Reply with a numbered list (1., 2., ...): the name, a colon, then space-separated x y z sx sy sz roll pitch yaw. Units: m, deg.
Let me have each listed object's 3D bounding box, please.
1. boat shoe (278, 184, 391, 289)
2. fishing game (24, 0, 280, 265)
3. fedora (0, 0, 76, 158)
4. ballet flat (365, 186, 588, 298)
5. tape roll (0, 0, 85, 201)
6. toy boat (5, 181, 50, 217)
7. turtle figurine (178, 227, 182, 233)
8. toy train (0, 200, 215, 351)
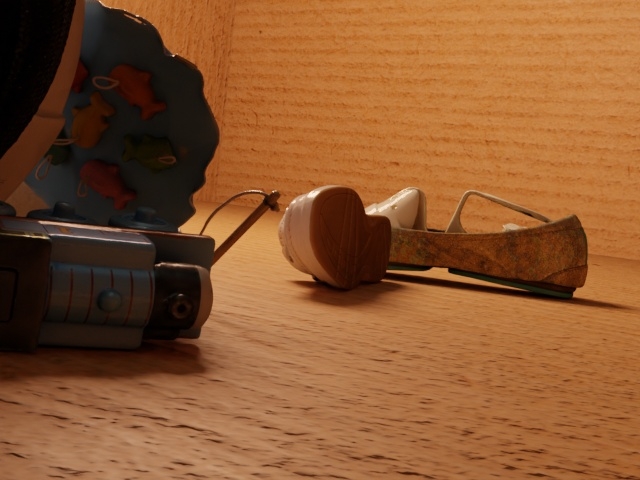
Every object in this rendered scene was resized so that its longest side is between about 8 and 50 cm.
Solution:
1. boat shoe: 0.000 0.000 1.101 0.096 0.098 0.277 7 -6 16
2. fishing game: -0.160 -0.079 0.775 0.264 0.189 0.041 45 31 -4
3. fedora: -0.294 -0.123 0.557 0.152 0.334 0.334 50 24 23
4. ballet flat: 0.145 -0.007 1.281 0.349 0.123 0.123 7 3 13
5. tape roll: -0.353 -0.167 0.735 0.392 0.392 0.072 7 3 9
6. toy boat: -0.298 -0.031 0.914 0.231 0.151 0.151 6 -26 0
7. turtle figurine: -0.229 -0.034 1.099 0.175 0.118 0.234 47 -1 -9
8. toy train: -0.144 0.021 0.600 0.184 0.080 0.105 7 12 -25
